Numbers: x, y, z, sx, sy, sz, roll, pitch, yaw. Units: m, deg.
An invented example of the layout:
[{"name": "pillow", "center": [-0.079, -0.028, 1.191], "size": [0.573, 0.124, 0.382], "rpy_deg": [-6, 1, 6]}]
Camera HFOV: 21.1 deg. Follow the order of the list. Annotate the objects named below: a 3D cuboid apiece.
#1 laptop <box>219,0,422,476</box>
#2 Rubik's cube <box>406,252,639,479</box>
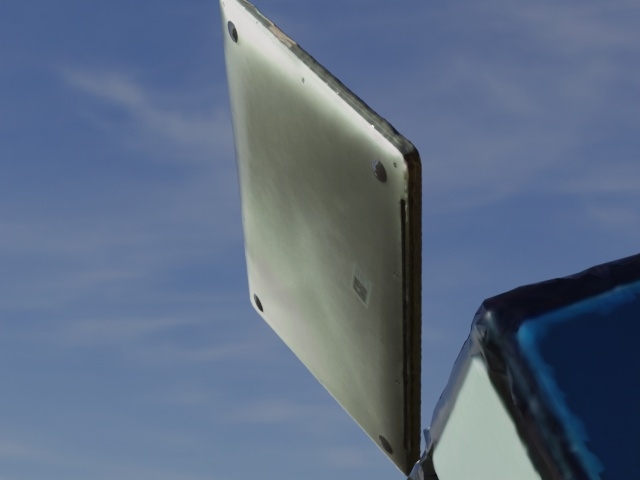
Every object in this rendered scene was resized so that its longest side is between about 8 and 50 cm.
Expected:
[{"name": "laptop", "center": [0.000, 0.000, 1.012], "size": [0.015, 0.187, 0.269], "rpy_deg": [-27, -41, -22]}, {"name": "Rubik's cube", "center": [0.203, 0.156, 0.576], "size": [0.283, 0.288, 0.293], "rpy_deg": [-20, -23, -14]}]
